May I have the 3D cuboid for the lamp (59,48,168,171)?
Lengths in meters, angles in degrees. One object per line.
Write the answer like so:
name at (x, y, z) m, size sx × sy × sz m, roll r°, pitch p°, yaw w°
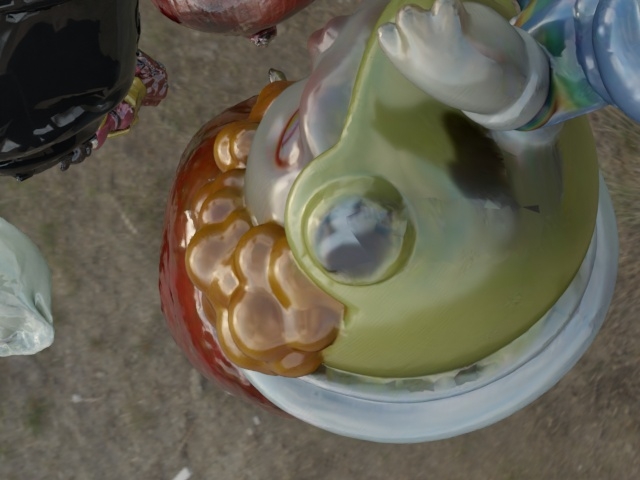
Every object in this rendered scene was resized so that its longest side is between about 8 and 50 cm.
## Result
lamp at (-0.334, -0.196, 1.671) m, size 0.118 × 0.253 × 0.118 m, roll 24°, pitch 138°, yaw 23°

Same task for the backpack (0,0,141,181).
backpack at (-0.285, -0.244, 0.850) m, size 0.255 × 0.363 × 0.446 m, roll 26°, pitch 121°, yaw 55°

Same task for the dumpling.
dumpling at (-0.438, 0.062, 1.508) m, size 0.151 × 0.124 × 0.229 m, roll -40°, pitch 70°, yaw 29°

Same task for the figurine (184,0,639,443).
figurine at (0.084, -0.036, 0.477) m, size 0.205 × 0.382 × 0.224 m, roll 34°, pitch 63°, yaw -11°

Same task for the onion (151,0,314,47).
onion at (-0.103, -0.347, 1.466) m, size 0.272 × 0.272 × 0.195 m, roll 14°, pitch 130°, yaw 20°

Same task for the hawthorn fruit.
hawthorn fruit at (0.000, 0.000, 0.879) m, size 0.275 × 0.275 × 0.300 m, roll 1°, pitch 124°, yaw 21°
